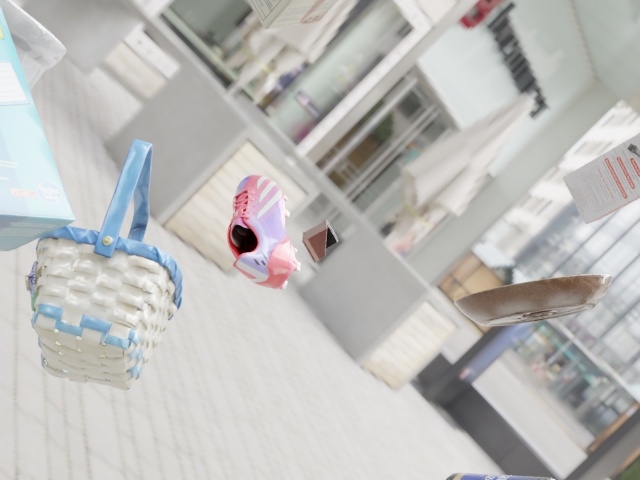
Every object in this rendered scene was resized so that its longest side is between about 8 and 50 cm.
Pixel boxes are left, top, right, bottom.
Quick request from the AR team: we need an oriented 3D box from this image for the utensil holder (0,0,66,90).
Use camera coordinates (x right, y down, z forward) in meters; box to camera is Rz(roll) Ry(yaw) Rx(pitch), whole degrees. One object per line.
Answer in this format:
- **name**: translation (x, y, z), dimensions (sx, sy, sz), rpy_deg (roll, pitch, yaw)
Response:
- **utensil holder**: translation (-0.574, -0.197, 1.443), dimensions (0.327, 0.385, 0.327), rpy_deg (36, -4, 3)

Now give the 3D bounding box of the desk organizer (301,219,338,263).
- **desk organizer**: translation (0.000, 0.000, 2.007), dimensions (0.047, 0.050, 0.130), rpy_deg (60, 4, -7)

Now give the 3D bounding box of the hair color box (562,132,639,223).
- **hair color box**: translation (0.496, -0.104, 1.863), dimensions (0.053, 0.167, 0.093), rpy_deg (-17, 79, -44)

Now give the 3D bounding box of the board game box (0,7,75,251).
- **board game box**: translation (-0.338, -0.160, 0.873), dimensions (0.336, 0.079, 0.254), rpy_deg (69, 16, 8)

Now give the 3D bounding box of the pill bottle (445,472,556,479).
- **pill bottle**: translation (0.290, 0.406, 1.643), dimensions (0.219, 0.123, 0.123), rpy_deg (-4, -28, 32)

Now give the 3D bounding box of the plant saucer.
- **plant saucer**: translation (0.268, 0.078, 1.403), dimensions (0.198, 0.198, 0.036), rpy_deg (32, 49, -73)

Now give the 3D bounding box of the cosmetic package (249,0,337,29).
- **cosmetic package**: translation (-0.001, -0.473, 1.733), dimensions (0.129, 0.296, 0.153), rpy_deg (-19, 78, -40)

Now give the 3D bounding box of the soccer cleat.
- **soccer cleat**: translation (-0.096, -0.026, 1.594), dimensions (0.095, 0.083, 0.248), rpy_deg (24, 28, -30)

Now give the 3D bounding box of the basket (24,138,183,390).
- **basket**: translation (-0.282, 0.035, 1.522), dimensions (0.201, 0.289, 0.255), rpy_deg (18, -29, 1)
